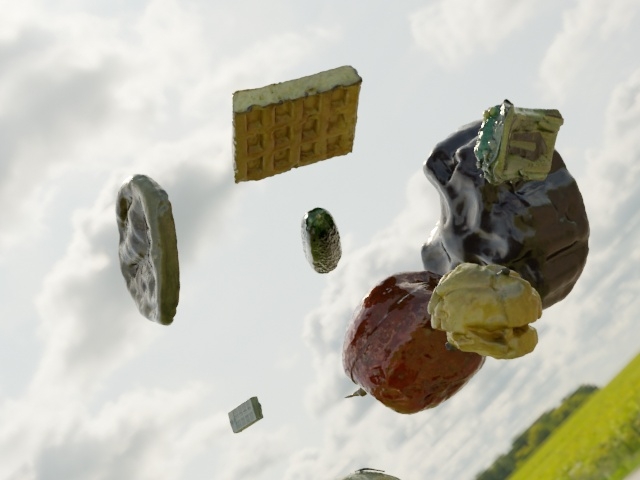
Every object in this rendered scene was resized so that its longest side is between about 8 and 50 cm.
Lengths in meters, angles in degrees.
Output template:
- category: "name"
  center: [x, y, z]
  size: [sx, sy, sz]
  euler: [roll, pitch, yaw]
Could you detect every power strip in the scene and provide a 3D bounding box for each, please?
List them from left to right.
- category: "power strip"
  center: [-0.156, 0.358, 2.199]
  size: [0.019, 0.050, 0.136]
  euler: [-9, -18, -34]

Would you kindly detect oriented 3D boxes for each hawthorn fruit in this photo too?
- category: "hawthorn fruit"
  center: [0.171, 0.183, 1.925]
  size: [0.261, 0.258, 0.258]
  euler: [-55, -11, -19]

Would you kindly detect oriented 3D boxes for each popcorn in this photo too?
- category: "popcorn"
  center: [0.243, 0.104, 1.566]
  size: [0.148, 0.167, 0.152]
  euler: [-53, -13, -40]

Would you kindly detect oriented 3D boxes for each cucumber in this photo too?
- category: "cucumber"
  center: [0.000, -0.001, 1.942]
  size: [0.074, 0.074, 0.241]
  euler: [-42, -14, -9]

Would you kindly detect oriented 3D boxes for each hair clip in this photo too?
- category: "hair clip"
  center: [0.306, -0.161, 1.755]
  size: [0.321, 0.091, 0.138]
  euler: [-4, -71, -63]

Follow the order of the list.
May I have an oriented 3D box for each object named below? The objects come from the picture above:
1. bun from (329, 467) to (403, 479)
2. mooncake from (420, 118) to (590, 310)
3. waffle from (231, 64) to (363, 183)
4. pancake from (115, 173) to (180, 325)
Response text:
- category: "bun"
  center: [0.056, 0.473, 1.606]
  size: [0.273, 0.168, 0.272]
  euler: [-6, -55, -9]
- category: "mooncake"
  center: [0.341, -0.027, 2.061]
  size: [0.212, 0.351, 0.381]
  euler: [-26, -57, -30]
- category: "waffle"
  center: [-0.049, -0.210, 1.981]
  size: [0.248, 0.055, 0.221]
  euler: [-16, -29, -14]
- category: "pancake"
  center: [-0.321, 0.021, 1.992]
  size: [0.050, 0.294, 0.294]
  euler: [-9, -32, -27]
